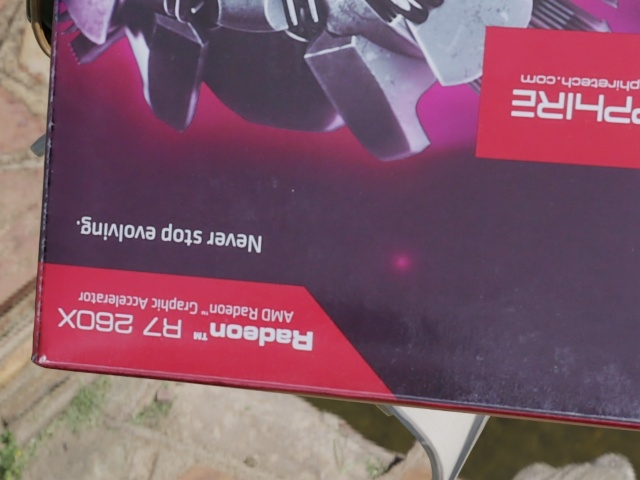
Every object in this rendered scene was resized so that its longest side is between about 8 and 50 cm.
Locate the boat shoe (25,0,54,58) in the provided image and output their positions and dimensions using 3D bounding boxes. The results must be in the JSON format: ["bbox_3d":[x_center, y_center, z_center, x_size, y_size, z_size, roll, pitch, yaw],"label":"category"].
[{"bbox_3d":[-0.183,-0.292,0.890,0.122,0.324,0.120,12,39,-14],"label":"boat shoe"}]

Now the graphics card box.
[{"bbox_3d":[0.032,-0.127,0.366,0.233,0.371,0.094,6,3,8],"label":"graphics card box"}]

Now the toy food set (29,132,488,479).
[{"bbox_3d":[0.000,0.000,0.644,0.306,0.092,0.220,43,39,2],"label":"toy food set"}]
